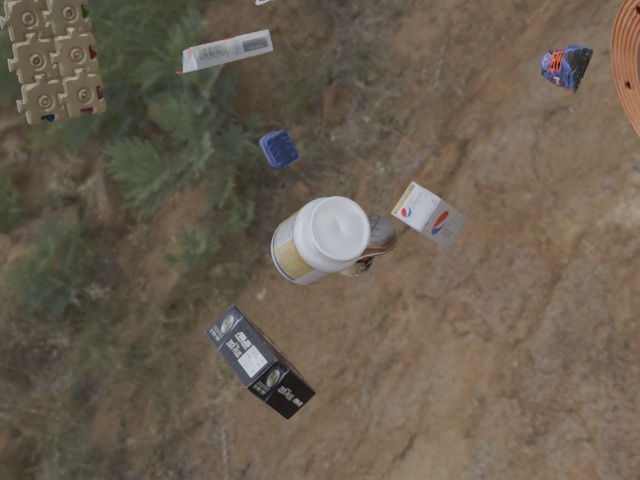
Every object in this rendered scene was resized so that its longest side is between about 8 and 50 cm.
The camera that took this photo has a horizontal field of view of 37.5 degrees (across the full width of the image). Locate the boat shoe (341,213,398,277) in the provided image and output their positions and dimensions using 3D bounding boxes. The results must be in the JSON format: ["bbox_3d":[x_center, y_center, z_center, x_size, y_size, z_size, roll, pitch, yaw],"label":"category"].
[{"bbox_3d":[0.079,0.019,2.151,0.123,0.116,0.324,-35,15,-25],"label":"boat shoe"}]

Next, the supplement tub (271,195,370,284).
[{"bbox_3d":[0.000,0.000,1.809,0.200,0.144,0.144,149,138,-64],"label":"supplement tub"}]

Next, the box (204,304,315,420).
[{"bbox_3d":[-0.112,0.225,1.745,0.077,0.147,0.180,-43,44,-2],"label":"box"}]

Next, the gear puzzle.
[{"bbox_3d":[-0.525,-0.398,1.814,0.044,0.175,0.339,22,123,56],"label":"gear puzzle"}]

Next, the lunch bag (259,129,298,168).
[{"bbox_3d":[-0.104,-0.226,2.368,0.067,0.098,0.065,-32,18,-17],"label":"lunch bag"}]

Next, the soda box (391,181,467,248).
[{"bbox_3d":[0.209,-0.045,1.781,0.069,0.216,0.074,34,95,23],"label":"soda box"}]

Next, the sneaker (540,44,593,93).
[{"bbox_3d":[0.461,-0.329,1.803,0.221,0.087,0.083,8,-76,-80],"label":"sneaker"}]

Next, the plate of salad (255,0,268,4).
[{"bbox_3d":[-0.060,-0.549,1.906,0.200,0.048,0.200,-34,24,17],"label":"plate of salad"}]

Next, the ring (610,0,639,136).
[{"bbox_3d":[0.558,-0.235,1.401,0.032,0.336,0.336,-25,30,-17],"label":"ring"}]

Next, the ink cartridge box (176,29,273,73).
[{"bbox_3d":[-0.177,-0.337,1.689,0.179,0.145,0.045,-155,50,-67],"label":"ink cartridge box"}]
